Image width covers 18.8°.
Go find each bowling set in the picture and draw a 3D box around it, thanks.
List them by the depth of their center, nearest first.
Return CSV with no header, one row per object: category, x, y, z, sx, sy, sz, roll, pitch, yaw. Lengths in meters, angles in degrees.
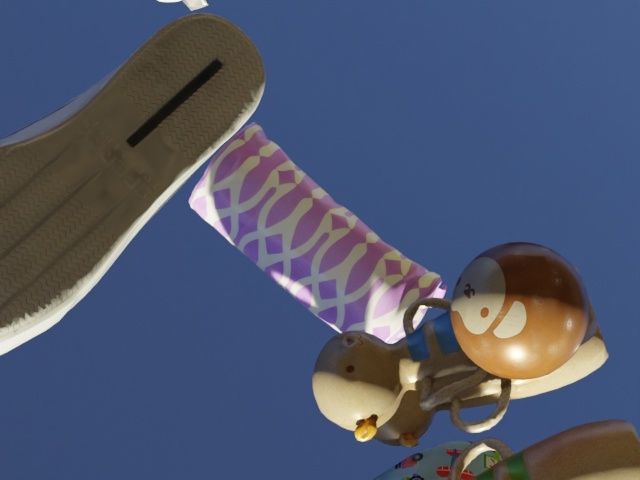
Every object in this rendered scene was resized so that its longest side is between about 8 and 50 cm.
bowling set,0.053,0.084,0.815,0.287,0.154,0.200,-101,-11,-53

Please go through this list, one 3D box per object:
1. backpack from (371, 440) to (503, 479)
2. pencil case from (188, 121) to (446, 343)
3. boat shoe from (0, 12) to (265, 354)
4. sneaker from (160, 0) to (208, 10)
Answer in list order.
backpack,0.054,0.195,0.978,0.173,0.117,0.158,-30,-64,-4
pencil case,0.000,0.000,1.443,0.206,0.086,0.088,40,-132,4
boat shoe,-0.169,-0.017,1.245,0.335,0.119,0.121,-37,-93,-25
sneaker,-0.122,-0.238,1.409,0.235,0.094,0.153,-35,-66,-63
